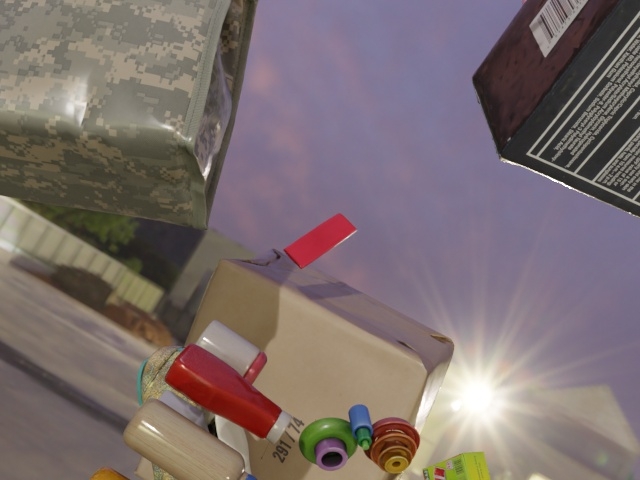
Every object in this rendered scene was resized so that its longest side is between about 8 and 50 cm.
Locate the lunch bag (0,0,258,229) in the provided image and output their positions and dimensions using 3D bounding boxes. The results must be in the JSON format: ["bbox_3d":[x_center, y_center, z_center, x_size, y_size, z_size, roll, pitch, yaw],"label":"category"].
[{"bbox_3d":[-0.187,-0.177,0.893,0.235,0.287,0.169,9,-28,3],"label":"lunch bag"}]

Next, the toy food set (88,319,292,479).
[{"bbox_3d":[-0.082,0.148,0.773,0.104,0.111,0.232,33,19,2],"label":"toy food set"}]

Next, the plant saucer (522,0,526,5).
[{"bbox_3d":[0.446,-0.391,1.463,0.084,0.332,0.332,9,8,-38],"label":"plant saucer"}]

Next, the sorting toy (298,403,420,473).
[{"bbox_3d":[0.034,0.172,0.826,0.102,0.061,0.042,-5,33,-3],"label":"sorting toy"}]

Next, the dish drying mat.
[{"bbox_3d":[0.000,0.000,1.121,0.032,0.083,0.008,47,-26,18],"label":"dish drying mat"}]

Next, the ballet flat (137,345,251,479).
[{"bbox_3d":[-0.125,0.287,1.117,0.123,0.348,0.123,-5,13,1],"label":"ballet flat"}]

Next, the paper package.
[{"bbox_3d":[-0.032,0.217,1.282,0.309,0.325,0.168,26,13,16],"label":"paper package"}]

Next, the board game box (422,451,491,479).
[{"bbox_3d":[0.206,0.397,1.403,0.043,0.181,0.092,6,-28,-35],"label":"board game box"}]

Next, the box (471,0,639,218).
[{"bbox_3d":[0.376,-0.192,1.095,0.294,0.296,0.183,22,34,-20],"label":"box"}]
